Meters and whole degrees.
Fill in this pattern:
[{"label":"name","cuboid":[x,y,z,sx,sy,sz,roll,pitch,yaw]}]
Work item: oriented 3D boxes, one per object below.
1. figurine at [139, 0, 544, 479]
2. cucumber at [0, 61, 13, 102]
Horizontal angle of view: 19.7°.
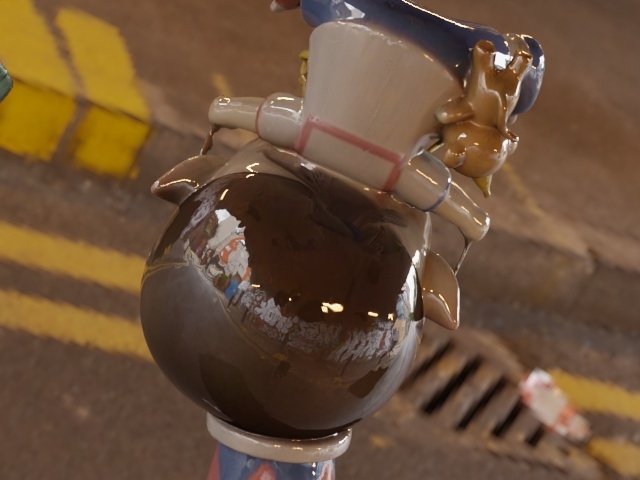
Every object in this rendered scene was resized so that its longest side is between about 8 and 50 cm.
[{"label":"figurine","cuboid":[-0.001,0.000,0.910,0.161,0.275,0.158,27,0,5]},{"label":"cucumber","cuboid":[-0.277,-0.120,1.047,0.191,0.130,0.191,44,-3,3]}]
